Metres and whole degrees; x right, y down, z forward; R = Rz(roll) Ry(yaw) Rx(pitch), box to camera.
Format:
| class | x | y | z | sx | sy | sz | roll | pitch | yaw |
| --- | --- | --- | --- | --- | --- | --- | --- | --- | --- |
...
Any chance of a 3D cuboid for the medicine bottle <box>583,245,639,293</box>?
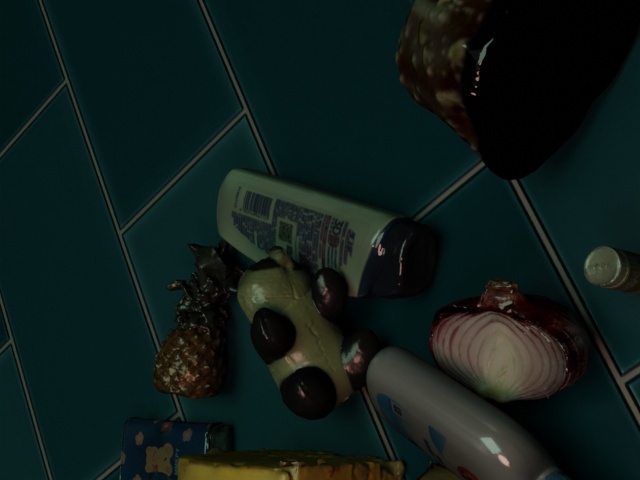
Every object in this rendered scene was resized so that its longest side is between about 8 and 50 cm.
| class | x | y | z | sx | sy | sz | roll | pitch | yaw |
| --- | --- | --- | --- | --- | --- | --- | --- | --- | --- |
| medicine bottle | 0.333 | 0.033 | 1.397 | 0.047 | 0.083 | 0.047 | -8 | 78 | 41 |

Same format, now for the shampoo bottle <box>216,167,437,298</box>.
| class | x | y | z | sx | sy | sz | roll | pitch | yaw |
| --- | --- | --- | --- | --- | --- | --- | --- | --- | --- |
| shampoo bottle | 0.000 | 0.000 | 1.713 | 0.359 | 0.078 | 0.134 | 19 | 106 | 42 |

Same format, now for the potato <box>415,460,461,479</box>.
| class | x | y | z | sx | sy | sz | roll | pitch | yaw |
| --- | --- | --- | --- | --- | --- | --- | --- | --- | --- |
| potato | 0.137 | 0.390 | 1.485 | 0.098 | 0.138 | 0.243 | 2 | 87 | 38 |

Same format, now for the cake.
| class | x | y | z | sx | sy | sz | roll | pitch | yaw |
| --- | --- | --- | --- | --- | --- | --- | --- | --- | --- |
| cake | -0.063 | 0.372 | 1.565 | 0.227 | 0.286 | 0.222 | -6 | 79 | 42 |

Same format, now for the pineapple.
| class | x | y | z | sx | sy | sz | roll | pitch | yaw |
| --- | --- | --- | --- | --- | --- | --- | --- | --- | --- |
| pineapple | -0.174 | 0.113 | 1.841 | 0.119 | 0.111 | 0.237 | 8 | 82 | 13 |

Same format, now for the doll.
| class | x | y | z | sx | sy | sz | roll | pitch | yaw |
| --- | --- | --- | --- | --- | --- | --- | --- | --- | --- |
| doll | -0.027 | 0.123 | 1.650 | 0.234 | 0.143 | 0.135 | 61 | 153 | -5 |

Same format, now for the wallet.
| class | x | y | z | sx | sy | sz | roll | pitch | yaw |
| --- | --- | --- | --- | --- | --- | --- | --- | --- | --- |
| wallet | -0.217 | 0.336 | 1.868 | 0.202 | 0.059 | 0.141 | -4 | 82 | 42 |

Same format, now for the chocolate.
| class | x | y | z | sx | sy | sz | roll | pitch | yaw |
| --- | --- | --- | --- | --- | --- | --- | --- | --- | --- |
| chocolate | 0.218 | -0.266 | 1.468 | 0.210 | 0.225 | 0.340 | 39 | 106 | 47 |

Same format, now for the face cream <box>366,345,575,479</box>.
| class | x | y | z | sx | sy | sz | roll | pitch | yaw |
| --- | --- | --- | --- | --- | --- | --- | --- | --- | --- |
| face cream | 0.195 | 0.245 | 1.450 | 0.080 | 0.163 | 0.337 | -44 | 48 | -15 |

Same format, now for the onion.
| class | x | y | z | sx | sy | sz | roll | pitch | yaw |
| --- | --- | --- | --- | --- | --- | --- | --- | --- | --- |
| onion | 0.229 | 0.105 | 1.467 | 0.206 | 0.098 | 0.151 | 13 | 115 | 41 |
